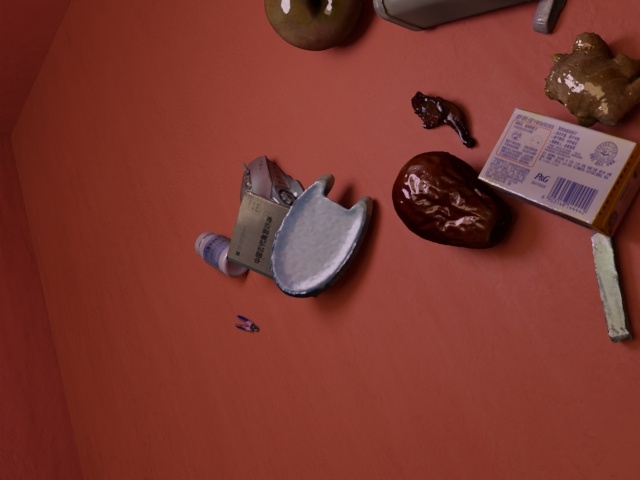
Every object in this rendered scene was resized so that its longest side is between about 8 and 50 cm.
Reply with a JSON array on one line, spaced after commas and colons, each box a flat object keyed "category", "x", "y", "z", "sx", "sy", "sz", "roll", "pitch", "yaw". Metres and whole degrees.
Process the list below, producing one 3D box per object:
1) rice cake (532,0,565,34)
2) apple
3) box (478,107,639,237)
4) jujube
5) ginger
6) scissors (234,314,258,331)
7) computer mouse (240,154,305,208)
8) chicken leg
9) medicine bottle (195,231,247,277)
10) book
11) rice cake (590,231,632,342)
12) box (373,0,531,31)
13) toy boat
[{"category": "rice cake", "x": 0.476, "y": -0.523, "z": 1.366, "sx": 0.047, "sy": 0.036, "sz": 0.206, "roll": 29, "pitch": 108, "yaw": 59}, {"category": "apple", "x": -0.019, "y": -0.630, "z": 1.774, "sx": 0.234, "sy": 0.257, "sz": 0.256, "roll": -113, "pitch": 42, "yaw": -70}, {"category": "box", "x": 0.456, "y": -0.132, "z": 1.272, "sx": 0.265, "sy": 0.097, "sz": 0.168, "roll": 30, "pitch": 94, "yaw": 44}, {"category": "jujube", "x": 0.275, "y": -0.078, "z": 1.434, "sx": 0.255, "sy": 0.190, "sz": 0.190, "roll": 34, "pitch": 110, "yaw": 35}, {"category": "ginger", "x": 0.504, "y": -0.300, "z": 1.259, "sx": 0.157, "sy": 0.102, "sz": 0.216, "roll": -55, "pitch": 49, "yaw": 19}, {"category": "scissors", "x": -0.224, "y": 0.257, "z": 2.047, "sx": 0.113, "sy": 0.012, "sz": 0.039, "roll": 14, "pitch": 96, "yaw": 47}, {"category": "computer mouse", "x": -0.163, "y": -0.124, "z": 1.956, "sx": 0.199, "sy": 0.115, "sz": 0.389, "roll": -54, "pitch": 51, "yaw": 24}, {"category": "chicken leg", "x": 0.278, "y": -0.284, "z": 1.543, "sx": 0.205, "sy": 0.053, "sz": 0.093, "roll": 43, "pitch": 140, "yaw": 49}, {"category": "medicine bottle", "x": -0.306, "y": 0.040, "z": 2.096, "sx": 0.187, "sy": 0.103, "sz": 0.102, "roll": 26, "pitch": 104, "yaw": 46}, {"category": "book", "x": -0.108, "y": 0.009, "z": 1.841, "sx": 0.283, "sy": 0.025, "sz": 0.214, "roll": 21, "pitch": 105, "yaw": 13}, {"category": "rice cake", "x": 0.532, "y": 0.081, "z": 1.235, "sx": 0.043, "sy": 0.034, "sz": 0.210, "roll": -14, "pitch": 74, "yaw": 37}, {"category": "box", "x": 0.306, "y": -0.663, "z": 1.451, "sx": 0.344, "sy": 0.177, "sz": 0.351, "roll": 7, "pitch": 90, "yaw": 50}, {"category": "toy boat", "x": 0.000, "y": 0.000, "z": 1.749, "sx": 0.215, "sy": 0.123, "sz": 0.330, "roll": 29, "pitch": 96, "yaw": 15}]
